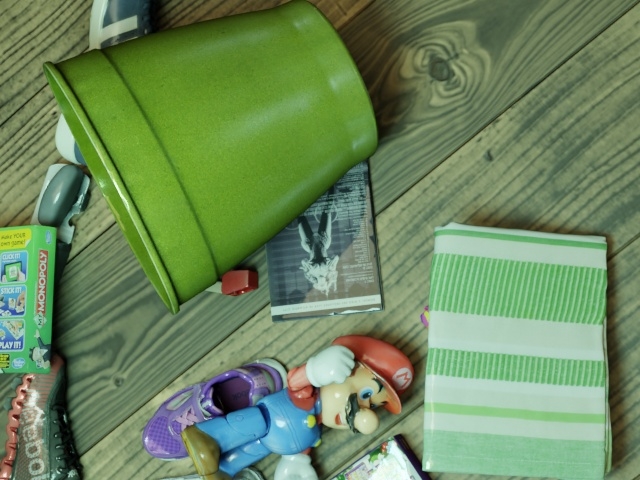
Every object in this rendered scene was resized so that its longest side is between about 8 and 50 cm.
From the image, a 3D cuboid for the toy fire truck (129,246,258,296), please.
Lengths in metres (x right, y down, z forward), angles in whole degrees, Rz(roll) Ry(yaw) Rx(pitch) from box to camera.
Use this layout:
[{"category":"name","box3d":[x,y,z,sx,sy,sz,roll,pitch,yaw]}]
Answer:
[{"category":"toy fire truck","box3d":[-0.191,0.019,1.759,0.192,0.047,0.135,-6,83,16]}]

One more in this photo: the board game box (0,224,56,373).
[{"category":"board game box","box3d":[-0.525,0.093,1.802,0.317,0.046,0.214,-5,82,35]}]

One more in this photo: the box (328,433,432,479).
[{"category":"box","box3d":[0.106,0.440,1.627,0.201,0.057,0.293,-36,76,10]}]

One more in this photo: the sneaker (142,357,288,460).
[{"category":"sneaker","box3d":[-0.161,0.240,1.702,0.236,0.104,0.095,-29,79,14]}]

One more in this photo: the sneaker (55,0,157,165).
[{"category":"sneaker","box3d":[-0.268,-0.267,1.776,0.148,0.131,0.350,18,96,11]}]

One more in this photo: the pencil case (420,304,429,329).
[{"category":"pencil case","box3d":[0.220,0.175,1.598,0.104,0.104,0.236,-27,76,13]}]

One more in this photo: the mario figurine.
[{"category":"mario figurine","box3d":[-0.013,0.246,1.590,0.320,0.198,0.170,-28,86,-8]}]

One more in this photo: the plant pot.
[{"category":"plant pot","box3d":[-0.126,-0.144,1.599,0.353,0.366,0.367,-28,77,-11]}]

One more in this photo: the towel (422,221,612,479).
[{"category":"towel","box3d":[0.255,0.142,1.544,0.247,0.038,0.325,6,74,-8]}]

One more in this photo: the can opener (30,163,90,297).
[{"category":"can opener","box3d":[-0.425,0.013,1.814,0.074,0.093,0.280,21,96,17]}]

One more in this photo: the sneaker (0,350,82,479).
[{"category":"sneaker","box3d":[-0.407,0.302,1.776,0.135,0.097,0.276,12,85,10]}]

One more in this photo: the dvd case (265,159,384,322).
[{"category":"dvd case","box3d":[0.000,0.000,1.719,0.164,0.018,0.221,-7,82,15]}]

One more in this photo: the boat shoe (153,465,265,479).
[{"category":"boat shoe","box3d":[-0.207,0.378,1.713,0.258,0.084,0.095,-23,79,14]}]
